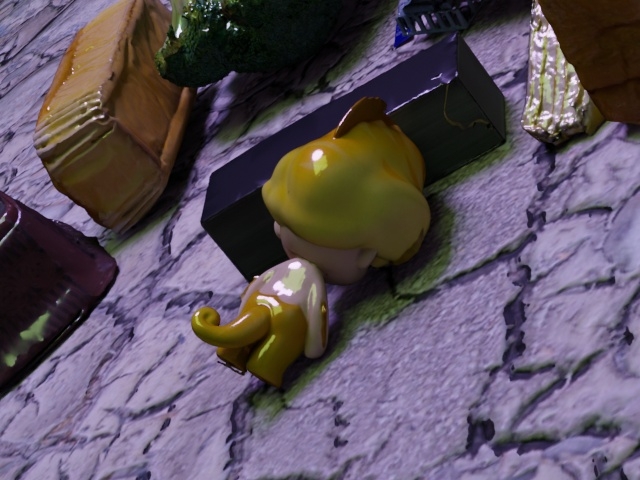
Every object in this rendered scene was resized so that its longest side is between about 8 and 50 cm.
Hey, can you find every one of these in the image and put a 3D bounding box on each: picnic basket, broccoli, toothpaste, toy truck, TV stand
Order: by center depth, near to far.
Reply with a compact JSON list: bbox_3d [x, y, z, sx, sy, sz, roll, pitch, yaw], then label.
[{"bbox_3d":[0.027,-0.072,1.573,0.269,0.083,0.088,-29,26,20],"label":"TV stand"},{"bbox_3d":[0.129,-0.261,1.708,0.178,0.115,0.080,-3,43,42],"label":"toy truck"},{"bbox_3d":[0.086,-0.224,1.824,0.024,0.015,0.083,-34,29,31],"label":"toothpaste"},{"bbox_3d":[-0.352,0.030,1.861,0.222,0.129,0.297,-43,26,-11],"label":"picnic basket"},{"bbox_3d":[-0.099,-0.291,1.901,0.269,0.269,0.254,-54,3,-29],"label":"broccoli"}]

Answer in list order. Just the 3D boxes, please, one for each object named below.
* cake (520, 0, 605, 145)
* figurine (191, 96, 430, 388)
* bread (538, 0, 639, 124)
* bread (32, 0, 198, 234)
[{"bbox_3d":[0.207,-0.175,1.469,0.080,0.116,0.185,-5,37,48],"label":"cake"},{"bbox_3d":[0.000,0.000,1.454,0.156,0.131,0.246,19,73,34],"label":"figurine"},{"bbox_3d":[0.265,-0.184,1.365,0.149,0.143,0.158,6,50,49],"label":"bread"},{"bbox_3d":[-0.210,-0.141,1.924,0.119,0.152,0.288,-31,27,27],"label":"bread"}]
